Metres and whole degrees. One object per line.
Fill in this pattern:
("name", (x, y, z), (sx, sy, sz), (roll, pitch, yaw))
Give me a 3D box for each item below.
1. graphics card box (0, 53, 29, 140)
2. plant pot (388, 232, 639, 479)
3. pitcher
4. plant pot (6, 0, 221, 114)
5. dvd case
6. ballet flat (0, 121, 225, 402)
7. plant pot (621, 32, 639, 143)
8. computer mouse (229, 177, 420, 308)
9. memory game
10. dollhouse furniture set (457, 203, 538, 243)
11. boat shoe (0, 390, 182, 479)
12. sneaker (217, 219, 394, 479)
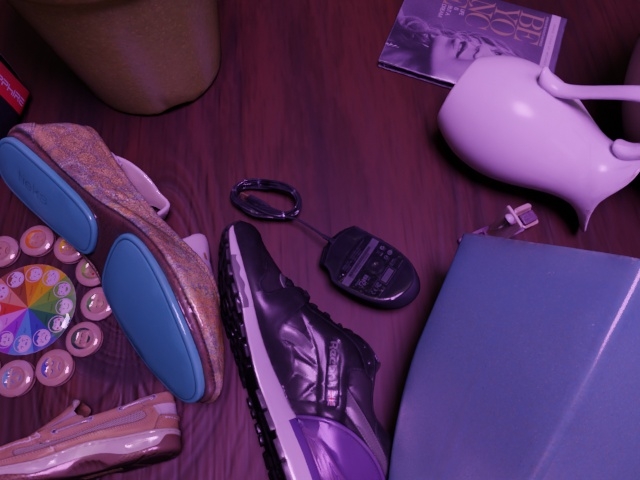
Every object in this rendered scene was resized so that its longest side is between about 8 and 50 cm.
("graphics card box", (-0.494, -0.045, 0.491), (0.233, 0.094, 0.370), (5, 68, 3))
("plant pot", (0.171, 0.141, 0.375), (0.166, 0.166, 0.234), (32, 83, -24))
("pitcher", (0.241, -0.123, 0.493), (0.207, 0.177, 0.125), (37, 63, 11))
("plant pot", (-0.217, -0.282, 0.505), (0.277, 0.254, 0.275), (0, 69, 0))
("dvd case", (0.208, -0.268, 0.634), (0.222, 0.018, 0.164), (20, 70, 6))
("ballet flat", (-0.185, 0.001, 0.480), (0.123, 0.123, 0.348), (-41, 76, -15))
("plant pot", (0.450, -0.146, 0.500), (0.285, 0.191, 0.283), (1, 69, -2))
("computer mouse", (0.000, 0.000, 0.521), (0.242, 0.041, 0.071), (33, 73, 18))
("memory game", (-0.310, 0.069, 0.496), (0.187, 0.012, 0.186), (0, 69, -1))
("dollhouse furniture set", (0.221, 0.015, 0.490), (0.091, 0.081, 0.114), (-23, 71, -10))
("boat shoe", (-0.227, 0.184, 0.432), (0.190, 0.068, 0.072), (-8, 57, -14))
("sneaker", (-0.015, 0.108, 0.455), (0.124, 0.107, 0.283), (-13, 73, -22))
